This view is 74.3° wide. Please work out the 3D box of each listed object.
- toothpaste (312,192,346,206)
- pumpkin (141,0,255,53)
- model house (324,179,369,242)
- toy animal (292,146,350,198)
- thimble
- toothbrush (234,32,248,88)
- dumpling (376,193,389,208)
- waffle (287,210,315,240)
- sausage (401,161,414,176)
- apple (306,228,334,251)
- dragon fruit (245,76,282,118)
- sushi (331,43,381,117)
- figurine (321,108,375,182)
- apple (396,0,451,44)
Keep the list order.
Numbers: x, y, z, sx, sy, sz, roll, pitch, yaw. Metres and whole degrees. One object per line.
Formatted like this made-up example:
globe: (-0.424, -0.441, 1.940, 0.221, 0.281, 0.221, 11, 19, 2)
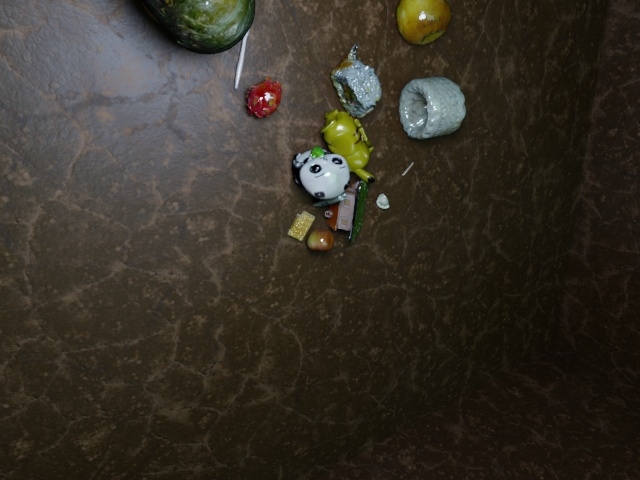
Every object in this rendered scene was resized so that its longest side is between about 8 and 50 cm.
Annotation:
toothpaste: (0.043, -0.175, 1.863, 0.060, 0.233, 0.037, -3, 84, -33)
pumpkin: (-0.387, -0.791, 1.263, 0.344, 0.454, 0.454, -36, 123, 3)
model house: (0.121, -0.161, 1.984, 0.207, 0.154, 0.293, -51, 151, -61)
toy animal: (0.001, -0.288, 1.773, 0.213, 0.267, 0.212, -7, 108, -24)
thimble: (0.505, -0.603, 1.950, 0.195, 0.291, 0.291, -14, 114, -19)
toothbrush: (-0.292, -0.727, 1.583, 0.030, 0.025, 0.306, 9, 102, -24)
dumpling: (0.311, -0.195, 2.122, 0.059, 0.043, 0.077, -32, 138, 2)
waffle: (-0.088, -0.071, 1.939, 0.092, 0.021, 0.135, 26, 93, -34)
sausage: (0.446, -0.364, 2.155, 0.100, 0.015, 0.015, -50, 124, -6)
apple: (-0.001, 0.000, 1.956, 0.126, 0.126, 0.101, 5, 88, -32)
dragon fruit: (-0.212, -0.550, 1.629, 0.166, 0.133, 0.136, -45, 117, -8)
sushi: (0.144, -0.653, 1.771, 0.139, 0.184, 0.274, -42, 120, -14)
figurine: (0.132, -0.425, 1.861, 0.326, 0.169, 0.218, 57, 33, -39)
apple: (0.439, -0.971, 1.815, 0.237, 0.237, 0.207, -17, 88, -25)
